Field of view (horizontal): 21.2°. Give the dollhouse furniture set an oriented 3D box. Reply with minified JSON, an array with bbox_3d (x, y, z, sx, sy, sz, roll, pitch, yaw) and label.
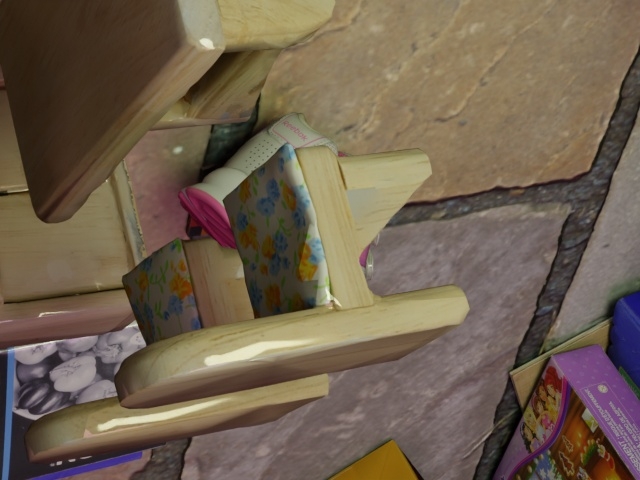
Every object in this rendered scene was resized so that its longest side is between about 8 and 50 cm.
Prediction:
[{"bbox_3d":[-0.170,-0.065,0.836,0.256,0.362,0.394,-8,166,-28],"label":"dollhouse furniture set"}]

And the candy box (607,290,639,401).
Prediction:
[{"bbox_3d":[0.451,0.115,1.468,0.317,0.268,0.122,-19,137,-17],"label":"candy box"}]

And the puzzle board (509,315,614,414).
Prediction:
[{"bbox_3d":[0.233,0.113,1.539,0.128,0.011,0.096,-28,142,-3],"label":"puzzle board"}]

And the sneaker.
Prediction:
[{"bbox_3d":[0.000,0.000,1.195,0.111,0.103,0.252,-46,153,-7],"label":"sneaker"}]

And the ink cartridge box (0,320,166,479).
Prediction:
[{"bbox_3d":[-0.208,0.130,1.248,0.206,0.045,0.208,-11,138,-23],"label":"ink cartridge box"}]

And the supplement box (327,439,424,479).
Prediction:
[{"bbox_3d":[0.081,0.318,1.516,0.129,0.191,0.194,-32,141,2],"label":"supplement box"}]

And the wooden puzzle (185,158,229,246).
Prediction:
[{"bbox_3d":[-0.067,-0.026,1.201,0.049,0.006,0.083,-8,135,-26],"label":"wooden puzzle"}]

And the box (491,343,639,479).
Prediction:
[{"bbox_3d":[0.233,0.263,1.535,0.057,0.201,0.293,-11,140,-26],"label":"box"}]
